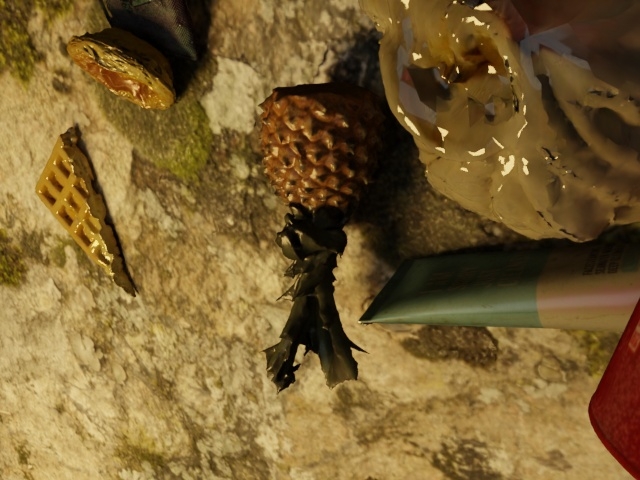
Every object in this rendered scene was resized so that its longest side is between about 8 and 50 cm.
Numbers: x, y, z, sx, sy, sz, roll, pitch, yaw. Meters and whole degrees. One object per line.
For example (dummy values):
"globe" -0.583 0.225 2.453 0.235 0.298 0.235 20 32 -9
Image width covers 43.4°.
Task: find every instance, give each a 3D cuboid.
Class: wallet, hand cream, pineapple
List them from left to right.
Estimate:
"wallet" -0.176 -0.250 0.777 0.111 0.030 0.166 22 153 19
"pineapple" 0.000 0.000 0.733 0.130 0.119 0.277 29 122 53
"hand cream" 0.187 0.034 0.653 0.312 0.111 0.070 -1 119 30

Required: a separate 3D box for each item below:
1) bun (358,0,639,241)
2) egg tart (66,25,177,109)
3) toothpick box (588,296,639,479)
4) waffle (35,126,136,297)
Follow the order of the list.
"bun" 0.146 -0.132 0.531 0.281 0.205 0.281 14 117 29
"egg tart" -0.198 -0.181 0.836 0.130 0.130 0.052 21 78 27
"toothpick box" 0.303 -0.008 0.424 0.204 0.204 0.333 26 107 24
"waffle" -0.271 -0.031 0.993 0.191 0.032 0.125 46 127 7
